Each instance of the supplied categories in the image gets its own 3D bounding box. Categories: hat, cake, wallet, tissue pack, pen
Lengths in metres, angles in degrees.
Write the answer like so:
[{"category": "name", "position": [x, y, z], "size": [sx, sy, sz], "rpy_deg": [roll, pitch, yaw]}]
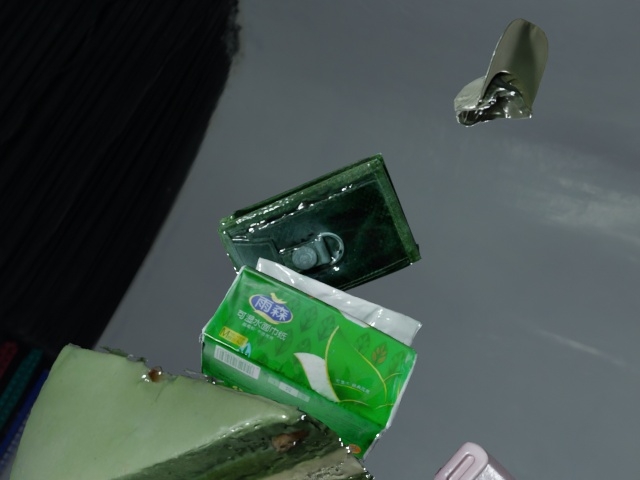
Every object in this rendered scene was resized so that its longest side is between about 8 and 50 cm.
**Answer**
[{"category": "hat", "position": [0.399, -0.375, 1.731], "size": [0.214, 0.244, 0.149], "rpy_deg": [2, -171, -42]}, {"category": "cake", "position": [-0.117, 0.208, 0.628], "size": [0.284, 0.172, 0.158], "rpy_deg": [4, 149, 37]}, {"category": "wallet", "position": [0.000, 0.001, 1.009], "size": [0.055, 0.236, 0.160], "rpy_deg": [-87, -25, -72]}, {"category": "tissue pack", "position": [-0.007, 0.117, 0.838], "size": [0.209, 0.156, 0.148], "rpy_deg": [25, 147, 6]}, {"category": "pen", "position": [0.136, 0.205, 0.569], "size": [0.032, 0.053, 0.197], "rpy_deg": [36, 168, 45]}]
